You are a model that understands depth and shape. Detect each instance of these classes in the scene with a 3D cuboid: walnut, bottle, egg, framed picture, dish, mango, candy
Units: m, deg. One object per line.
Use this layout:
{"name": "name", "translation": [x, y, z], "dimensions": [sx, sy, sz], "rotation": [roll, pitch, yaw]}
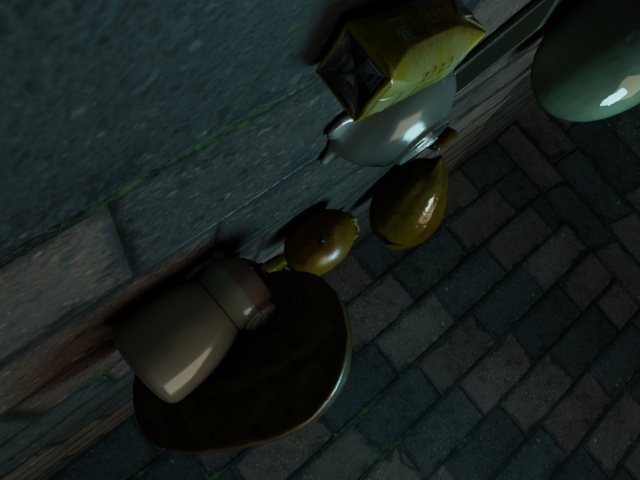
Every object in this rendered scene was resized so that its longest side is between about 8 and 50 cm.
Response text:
{"name": "walnut", "translation": [0.252, -0.112, 1.482], "dimensions": [0.209, 0.209, 0.336], "rotation": [-34, 160, -40]}
{"name": "bottle", "translation": [-0.174, 0.116, 0.805], "dimensions": [0.237, 0.147, 0.147], "rotation": [-39, 174, -14]}
{"name": "egg", "translation": [0.602, -0.398, 1.091], "dimensions": [0.352, 0.258, 0.258], "rotation": [-43, 173, 15]}
{"name": "framed picture", "translation": [0.312, -0.339, 0.933], "dimensions": [0.252, 0.014, 0.197], "rotation": [-39, 174, 5]}
{"name": "dish", "translation": [0.114, -0.160, 0.747], "dimensions": [0.236, 0.086, 0.228], "rotation": [-37, 174, -15]}
{"name": "mango", "translation": [0.004, -0.003, 1.139], "dimensions": [0.152, 0.120, 0.221], "rotation": [-38, -178, 26]}
{"name": "candy", "translation": [0.002, -0.021, 1.326], "dimensions": [0.288, 0.084, 0.078], "rotation": [-14, 154, -52]}

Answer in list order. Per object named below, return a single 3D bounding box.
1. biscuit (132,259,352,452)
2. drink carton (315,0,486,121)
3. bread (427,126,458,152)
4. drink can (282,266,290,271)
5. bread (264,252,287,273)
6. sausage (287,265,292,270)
{"name": "biscuit", "translation": [-0.140, 0.170, 0.882], "dimensions": [0.395, 0.350, 0.070], "rotation": [-21, 138, 14]}
{"name": "drink carton", "translation": [0.093, -0.183, 0.497], "dimensions": [0.200, 0.074, 0.084], "rotation": [-33, 173, -33]}
{"name": "bread", "translation": [0.321, -0.268, 1.412], "dimensions": [0.083, 0.047, 0.036], "rotation": [-38, 144, -21]}
{"name": "drink can", "translation": [-0.171, 0.165, 1.466], "dimensions": [0.235, 0.097, 0.097], "rotation": [-38, 174, 0]}
{"name": "bread", "translation": [-0.132, 0.079, 1.330], "dimensions": [0.090, 0.035, 0.094], "rotation": [-44, 172, 39]}
{"name": "sausage", "translation": [-0.025, 0.055, 1.556], "dimensions": [0.086, 0.086, 0.289], "rotation": [-34, 174, -42]}
